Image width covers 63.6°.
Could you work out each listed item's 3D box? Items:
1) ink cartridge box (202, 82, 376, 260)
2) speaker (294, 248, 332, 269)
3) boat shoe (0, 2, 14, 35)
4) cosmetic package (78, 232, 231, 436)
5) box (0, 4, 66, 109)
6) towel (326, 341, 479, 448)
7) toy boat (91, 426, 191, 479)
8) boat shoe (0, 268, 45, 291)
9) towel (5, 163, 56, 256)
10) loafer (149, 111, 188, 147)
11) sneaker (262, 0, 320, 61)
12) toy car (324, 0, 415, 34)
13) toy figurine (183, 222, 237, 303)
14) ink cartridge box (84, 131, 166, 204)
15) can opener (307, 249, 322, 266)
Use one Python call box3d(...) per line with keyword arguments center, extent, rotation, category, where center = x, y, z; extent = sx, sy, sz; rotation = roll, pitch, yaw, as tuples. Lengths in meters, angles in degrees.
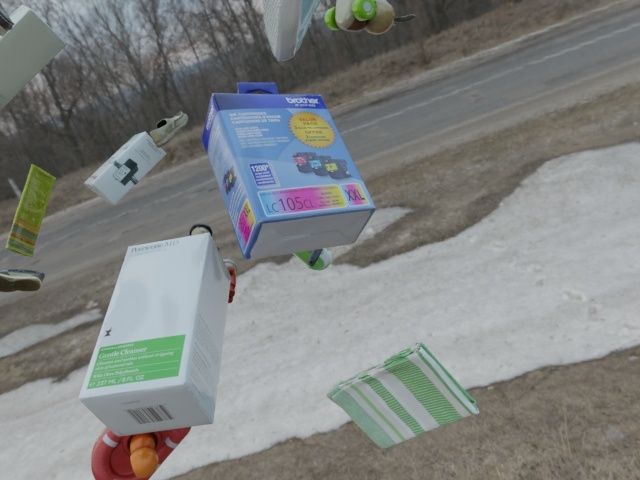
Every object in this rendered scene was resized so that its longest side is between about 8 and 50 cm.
box3d(center=(-0.089, -0.173, 1.119), extent=(0.269, 0.151, 0.396), rotation=(-8, 59, -29), category="ink cartridge box")
box3d(center=(-0.059, 0.019, 2.065), extent=(0.131, 0.296, 0.131), rotation=(-11, 61, 21), category="speaker")
box3d(center=(-0.641, -0.514, 0.919), extent=(0.092, 0.285, 0.103), rotation=(-33, 18, -8), category="boat shoe")
box3d(center=(-0.302, 0.172, 1.018), extent=(0.196, 0.155, 0.366), rotation=(-11, 44, 5), category="cosmetic package")
box3d(center=(-0.761, -0.426, 1.242), extent=(0.275, 0.113, 0.094), rotation=(-48, 48, -8), category="box")
box3d(center=(0.203, 0.409, 1.317), extent=(0.324, 0.248, 0.038), rotation=(-37, 12, 32), category="towel")
box3d(center=(-0.376, 0.438, 1.087), extent=(0.231, 0.151, 0.151), rotation=(-49, 25, 1), category="toy boat")
box3d(center=(-0.778, 0.099, 1.312), extent=(0.152, 0.056, 0.049), rotation=(6, 32, 1), category="boat shoe")
box3d(center=(-0.784, -0.078, 1.401), extent=(0.021, 0.238, 0.102), rotation=(9, -13, 5), category="towel")
box3d(center=(-0.403, -0.306, 1.377), extent=(0.056, 0.050, 0.148), rotation=(-18, 34, 31), category="loafer")
box3d(center=(-0.004, -0.446, 0.837), extent=(0.149, 0.366, 0.135), rotation=(-7, 63, -17), category="sneaker")
box3d(center=(0.132, -0.559, 1.235), extent=(0.188, 0.149, 0.155), rotation=(7, 7, -31), category="toy car")
box3d(center=(-0.337, 0.083, 1.355), extent=(0.209, 0.213, 0.148), rotation=(-26, 36, 8), category="toy figurine")
box3d(center=(-0.557, -0.205, 1.470), extent=(0.208, 0.087, 0.153), rotation=(-49, 28, -15), category="ink cartridge box")
box3d(center=(0.000, 0.000, 1.564), extent=(0.073, 0.059, 0.186), rotation=(17, 60, 3), category="can opener")
